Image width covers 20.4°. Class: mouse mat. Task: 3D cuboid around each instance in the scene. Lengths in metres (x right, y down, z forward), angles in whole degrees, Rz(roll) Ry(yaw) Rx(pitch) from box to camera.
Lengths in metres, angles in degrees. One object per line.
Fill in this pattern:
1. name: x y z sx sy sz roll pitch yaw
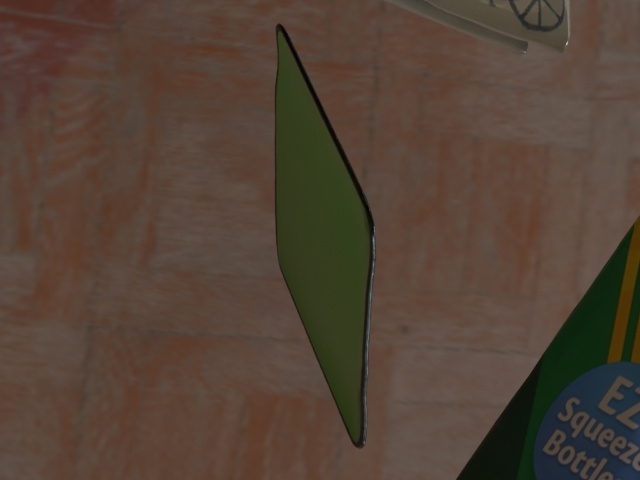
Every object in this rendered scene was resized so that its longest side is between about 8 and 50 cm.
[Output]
1. mouse mat: 0.000 0.000 0.925 0.007 0.153 0.190 -13 140 -14

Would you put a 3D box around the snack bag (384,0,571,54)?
1. snack bag: -0.023 -0.266 0.674 0.323 0.037 0.343 17 65 -37

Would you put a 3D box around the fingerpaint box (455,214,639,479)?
1. fingerpaint box: 0.298 0.091 0.609 0.163 0.445 0.371 37 88 -41
